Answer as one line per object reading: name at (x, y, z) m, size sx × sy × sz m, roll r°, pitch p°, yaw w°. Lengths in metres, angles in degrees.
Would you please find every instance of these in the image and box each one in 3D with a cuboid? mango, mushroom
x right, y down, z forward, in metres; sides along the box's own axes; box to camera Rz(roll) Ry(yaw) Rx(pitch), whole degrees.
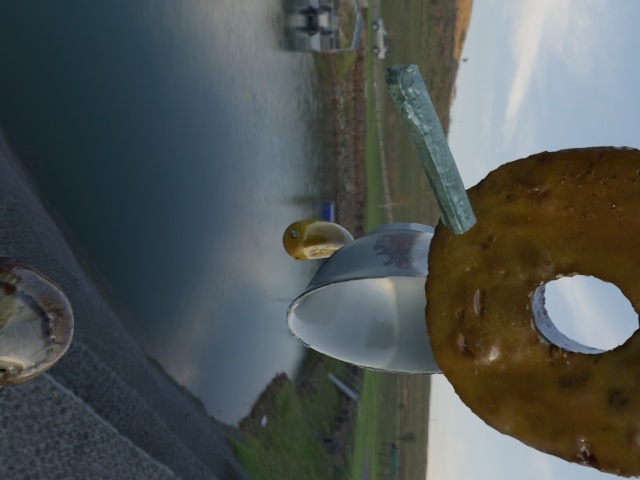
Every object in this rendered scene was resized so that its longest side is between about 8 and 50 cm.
mango at (0.000, 0.000, 1.001) m, size 0.188 × 0.101 × 0.066 m, roll 11°, pitch 61°, yaw -47°
mushroom at (-0.604, 0.154, 1.005) m, size 0.254 × 0.267 × 0.267 m, roll -22°, pitch -118°, yaw 58°

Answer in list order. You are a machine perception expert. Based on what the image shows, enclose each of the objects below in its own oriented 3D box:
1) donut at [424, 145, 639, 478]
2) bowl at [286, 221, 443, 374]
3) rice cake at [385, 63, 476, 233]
donut at (0.231, 0.055, 0.455) m, size 0.109 × 0.278 × 0.277 m, roll -6°, pitch 97°, yaw -46°
bowl at (0.128, 0.074, 0.832) m, size 0.345 × 0.346 × 0.157 m, roll 80°, pitch 16°, yaw -57°
rice cake at (0.072, -0.056, 0.348) m, size 0.121 × 0.022 × 0.022 m, roll 62°, pitch -10°, yaw -26°
